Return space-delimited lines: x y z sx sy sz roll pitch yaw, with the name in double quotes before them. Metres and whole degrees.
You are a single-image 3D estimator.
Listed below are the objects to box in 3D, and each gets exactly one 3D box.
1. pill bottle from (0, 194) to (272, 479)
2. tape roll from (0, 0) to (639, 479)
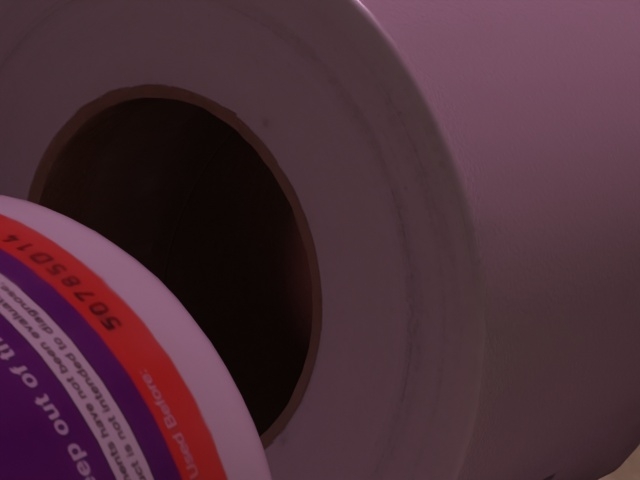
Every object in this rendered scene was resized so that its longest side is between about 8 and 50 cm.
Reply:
"pill bottle" -0.158 0.101 0.388 0.182 0.181 0.323 11 16 29
"tape roll" -0.002 -0.001 0.691 0.246 0.246 0.169 13 17 35
